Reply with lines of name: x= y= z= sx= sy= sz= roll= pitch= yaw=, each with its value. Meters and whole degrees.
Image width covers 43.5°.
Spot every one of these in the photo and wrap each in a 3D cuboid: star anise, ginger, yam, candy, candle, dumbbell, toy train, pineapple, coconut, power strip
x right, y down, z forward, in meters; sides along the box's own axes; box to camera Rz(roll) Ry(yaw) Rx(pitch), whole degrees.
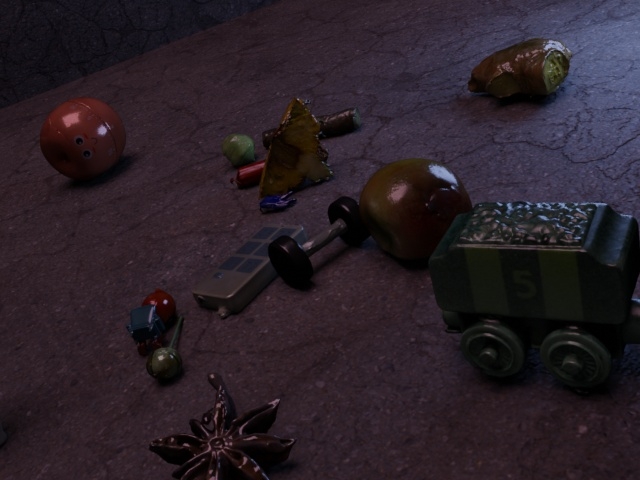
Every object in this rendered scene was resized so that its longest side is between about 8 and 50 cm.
star anise: x=-0.136 y=0.292 z=1.134 sx=0.209 sy=0.089 sz=0.231 roll=5 pitch=41 yaw=17
ginger: x=0.470 y=-0.415 z=1.931 sx=0.270 sy=0.123 sz=0.219 roll=10 pitch=44 yaw=43
yam: x=-0.027 y=-0.294 z=2.099 sx=0.274 sy=0.061 sz=0.061 roll=-10 pitch=30 yaw=19
candy: x=-0.269 y=0.186 z=1.450 sx=0.061 sy=0.061 sz=0.202 roll=-16 pitch=21 yaw=7
candle: x=-0.160 y=-0.165 z=1.967 sx=0.131 sy=0.052 sz=0.052 roll=-20 pitch=29 yaw=3
dumbbell: x=0.000 y=0.000 z=1.537 sx=0.191 sy=0.100 sz=0.100 roll=-34 pitch=32 yaw=-26
toy train: x=0.297 y=0.069 z=1.098 sx=0.299 sy=0.238 sz=0.167 roll=0 pitch=32 yaw=30
pineapple: x=-0.044 y=-0.213 z=1.883 sx=0.164 sy=0.249 sz=0.140 roll=11 pitch=19 yaw=-12
coconut: x=-0.210 y=-0.237 z=2.088 sx=0.088 sy=0.096 sz=0.088 roll=-52 pitch=8 yaw=10
power strip: x=-0.138 y=0.052 z=1.590 sx=0.118 sy=0.046 sz=0.270 roll=8 pitch=40 yaw=40

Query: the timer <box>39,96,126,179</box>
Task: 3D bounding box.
timer: x=-0.686 y=-0.294 z=2.323 sx=0.230 sy=0.229 sz=0.215 roll=6 pitch=44 yaw=38

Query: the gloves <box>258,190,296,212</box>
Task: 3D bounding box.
gloves: x=-0.096 y=-0.089 z=1.823 sx=0.086 sy=0.026 sz=0.064 roll=-10 pitch=28 yaw=18

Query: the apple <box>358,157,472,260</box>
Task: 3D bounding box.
apple: x=0.178 y=-0.063 z=1.480 sx=0.188 sy=0.173 sz=0.207 roll=-30 pitch=46 yaw=-12

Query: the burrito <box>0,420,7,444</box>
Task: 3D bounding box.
burrito: x=-0.622 y=0.229 z=1.336 sx=0.143 sy=0.299 sz=0.105 roll=-11 pitch=17 yaw=-15

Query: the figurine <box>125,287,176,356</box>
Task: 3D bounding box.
figurine: x=-0.316 y=0.145 z=1.510 sx=0.068 sy=0.075 sz=0.140 roll=-14 pitch=32 yaw=12
